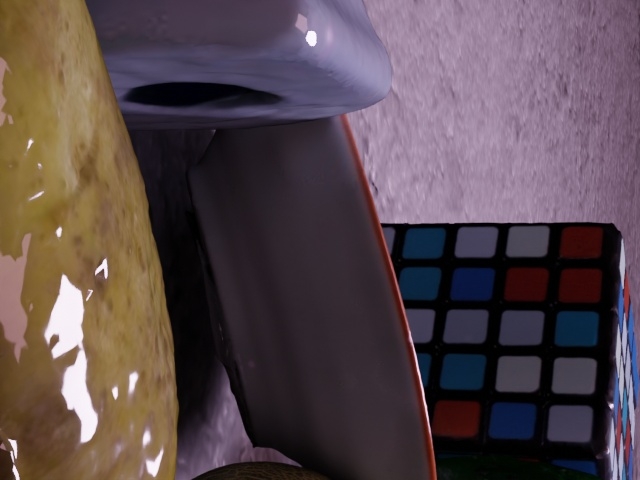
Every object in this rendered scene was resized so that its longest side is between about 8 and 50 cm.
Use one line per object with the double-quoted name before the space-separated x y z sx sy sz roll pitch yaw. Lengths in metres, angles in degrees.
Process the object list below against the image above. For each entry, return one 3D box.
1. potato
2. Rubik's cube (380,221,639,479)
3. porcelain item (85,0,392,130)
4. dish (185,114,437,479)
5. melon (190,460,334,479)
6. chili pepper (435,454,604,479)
"potato" -0.121 0.008 0.529 0.228 0.148 0.197 76 -6 -51
"Rubik's cube" 0.110 0.110 1.189 0.184 0.187 0.182 71 23 -47
"porcelain item" -0.054 -0.257 0.750 0.242 0.178 0.405 17 72 -72
"dish" -0.017 0.026 0.903 0.260 0.085 0.260 165 -90 -85
"melon" -0.023 0.177 0.840 0.192 0.139 0.139 66 26 -45
"chili pepper" 0.095 0.263 1.030 0.233 0.256 0.249 -90 166 -56
